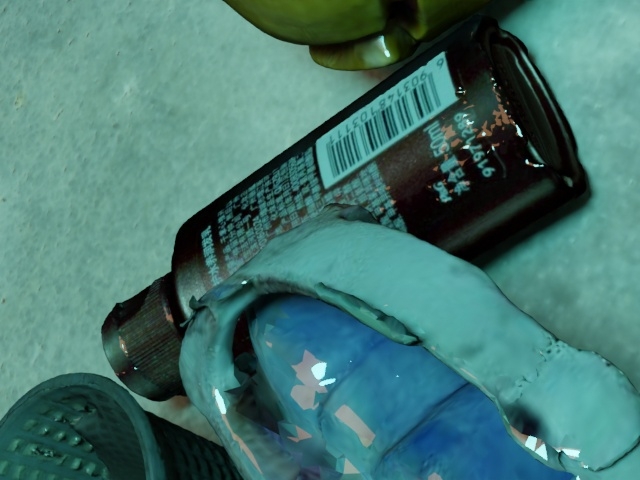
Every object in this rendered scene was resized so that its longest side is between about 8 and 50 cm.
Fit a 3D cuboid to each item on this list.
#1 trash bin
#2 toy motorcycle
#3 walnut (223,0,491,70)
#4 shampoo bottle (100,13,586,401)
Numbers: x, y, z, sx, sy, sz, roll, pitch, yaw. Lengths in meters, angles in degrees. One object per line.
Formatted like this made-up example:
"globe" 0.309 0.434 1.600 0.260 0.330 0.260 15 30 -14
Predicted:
"trash bin" -0.102 0.179 0.759 0.175 0.161 0.175 -17 62 35
"toy motorcycle" 0.058 0.118 0.596 0.319 0.241 0.182 36 90 36
"walnut" 0.071 -0.241 0.727 0.336 0.209 0.209 -40 54 13
"shampoo bottle" 0.000 0.000 0.785 0.323 0.084 0.129 -34 64 28
